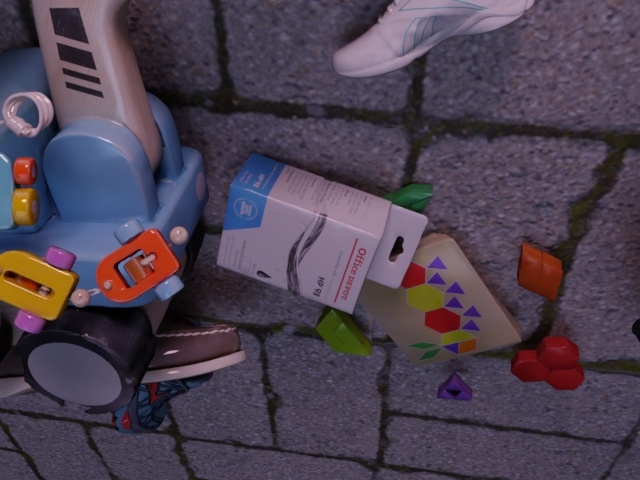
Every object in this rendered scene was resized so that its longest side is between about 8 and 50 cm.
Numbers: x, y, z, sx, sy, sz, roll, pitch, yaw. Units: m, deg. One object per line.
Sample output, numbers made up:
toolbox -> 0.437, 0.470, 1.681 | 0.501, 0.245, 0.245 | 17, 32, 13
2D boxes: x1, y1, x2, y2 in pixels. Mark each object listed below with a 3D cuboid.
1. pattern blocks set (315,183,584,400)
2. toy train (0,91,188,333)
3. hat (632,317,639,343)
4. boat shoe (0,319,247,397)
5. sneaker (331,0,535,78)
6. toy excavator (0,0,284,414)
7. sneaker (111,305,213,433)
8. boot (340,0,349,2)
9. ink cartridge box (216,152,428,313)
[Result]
pattern blocks set -> 0.124, 0.071, 0.737 | 0.285, 0.026, 0.325 | -13, 128, 26
toy train -> -0.173, -0.010, 0.458 | 0.125, 0.046, 0.166 | -39, 93, -5
hat -> 0.416, 0.025, 0.550 | 0.331, 0.134, 0.331 | 7, 156, 3
boat shoe -> -0.244, 0.110, 0.730 | 0.324, 0.097, 0.116 | -6, 172, 2
sneaker -> 0.072, -0.167, 0.490 | 0.152, 0.054, 0.061 | -20, 120, 22
toy excavator -> -0.195, -0.089, 0.535 | 0.432, 0.222, 0.445 | 2, 128, 9
sneaker -> -0.205, 0.183, 0.885 | 0.125, 0.104, 0.262 | 11, 138, -1
boot -> 0.062, -0.216, 0.433 | 0.084, 0.059, 0.158 | 16, 136, -11
ink cartridge box -> 0.000, 0.000, 0.643 | 0.180, 0.060, 0.104 | 20, 129, 4
